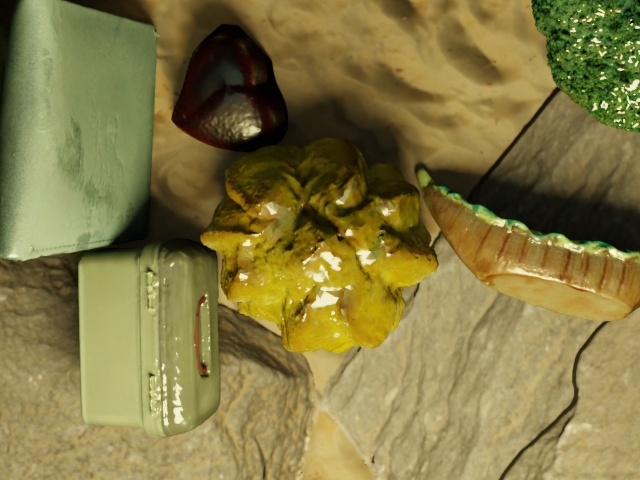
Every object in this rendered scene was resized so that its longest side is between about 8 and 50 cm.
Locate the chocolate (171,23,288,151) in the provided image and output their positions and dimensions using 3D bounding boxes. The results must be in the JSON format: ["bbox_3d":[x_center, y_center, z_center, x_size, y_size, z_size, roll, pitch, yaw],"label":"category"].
[{"bbox_3d":[-0.109,-0.162,1.238,0.125,0.080,0.148,-17,95,3],"label":"chocolate"}]

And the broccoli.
[{"bbox_3d":[0.360,-0.240,1.146,0.297,0.297,0.297,11,95,-25],"label":"broccoli"}]

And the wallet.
[{"bbox_3d":[-0.241,-0.112,1.146,0.054,0.290,0.251,7,95,14],"label":"wallet"}]

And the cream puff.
[{"bbox_3d":[0.002,0.003,1.208,0.244,0.196,0.244,-9,113,-21],"label":"cream puff"}]

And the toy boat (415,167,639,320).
[{"bbox_3d":[0.226,0.014,1.234,0.293,0.108,0.099,22,61,5],"label":"toy boat"}]

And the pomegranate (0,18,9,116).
[{"bbox_3d":[-0.376,-0.098,1.131,0.216,0.358,0.309,-10,118,-18],"label":"pomegranate"}]

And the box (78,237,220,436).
[{"bbox_3d":[-0.184,0.102,1.232,0.129,0.148,0.210,0,92,10],"label":"box"}]
